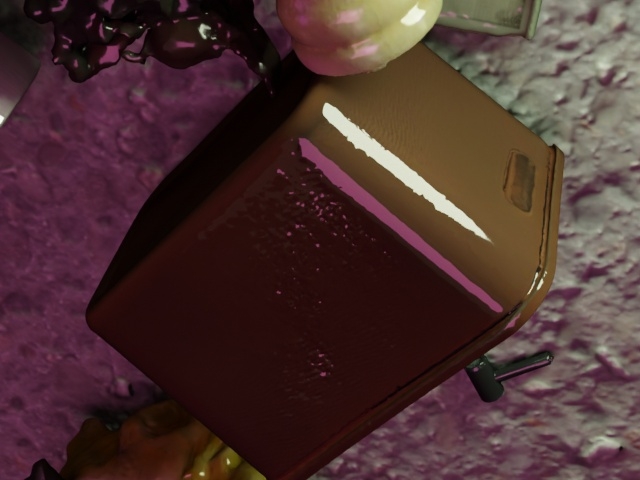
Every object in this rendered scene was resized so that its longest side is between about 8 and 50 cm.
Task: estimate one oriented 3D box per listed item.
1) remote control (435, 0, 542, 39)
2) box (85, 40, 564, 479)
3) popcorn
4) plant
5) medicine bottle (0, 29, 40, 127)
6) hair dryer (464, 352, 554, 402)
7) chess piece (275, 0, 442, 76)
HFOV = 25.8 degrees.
[{"bbox_3d":[0.128,-0.280,1.044,0.124,0.038,0.285,10,130,7],"label":"remote control"},{"bbox_3d":[0.000,0.000,1.156,0.229,0.239,0.339,40,125,-14],"label":"box"},{"bbox_3d":[-0.157,0.322,1.436,0.297,0.281,0.315,-11,84,26],"label":"popcorn"},{"bbox_3d":[-0.139,-0.232,1.047,0.204,0.178,0.234,-1,130,8],"label":"plant"},{"bbox_3d":[-0.433,-0.187,1.121,0.379,0.213,0.213,38,125,-17],"label":"medicine bottle"},{"bbox_3d":[0.184,0.124,1.341,0.083,0.026,0.047,-19,121,20],"label":"hair dryer"},{"bbox_3d":[-0.046,-0.294,0.907,0.117,0.117,0.397,-15,127,22],"label":"chess piece"}]
